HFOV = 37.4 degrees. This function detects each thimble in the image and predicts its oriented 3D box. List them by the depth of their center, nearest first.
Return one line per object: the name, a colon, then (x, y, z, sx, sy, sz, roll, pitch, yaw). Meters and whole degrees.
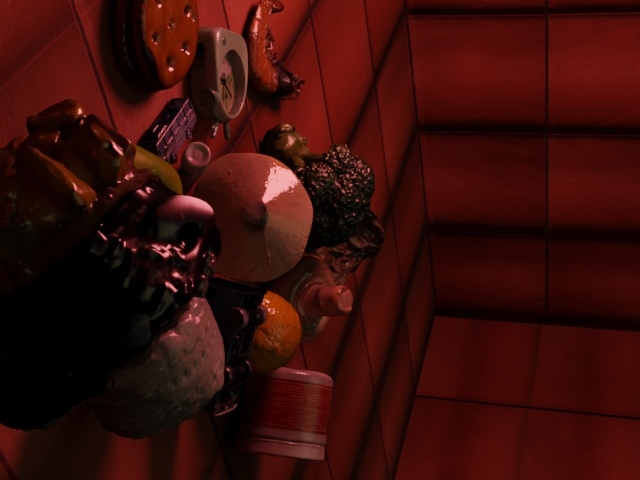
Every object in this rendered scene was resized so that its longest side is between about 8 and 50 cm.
thimble: (-0.258, 0.171, 1.459, 0.250, 0.205, 0.172, -44, 130, -43)

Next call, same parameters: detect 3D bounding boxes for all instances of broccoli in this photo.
broccoli: (-0.014, -0.119, 2.116, 0.297, 0.297, 0.297, 61, 5, 23)

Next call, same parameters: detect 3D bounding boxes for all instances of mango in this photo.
mango: (-0.293, -0.082, 1.460, 0.233, 0.111, 0.125, 26, 64, -70)

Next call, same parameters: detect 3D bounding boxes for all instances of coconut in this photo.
coconut: (-0.128, -0.035, 1.737, 0.244, 0.239, 0.239, 121, -25, -81)

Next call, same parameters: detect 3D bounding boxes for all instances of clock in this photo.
clock: (-0.196, -0.298, 1.810, 0.159, 0.066, 0.211, -4, 97, -73)

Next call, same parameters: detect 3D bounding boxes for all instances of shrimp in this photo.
shrimp: (-0.100, -0.426, 2.116, 0.290, 0.054, 0.222, 21, 73, -68)

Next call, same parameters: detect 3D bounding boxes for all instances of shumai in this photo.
shumai: (-0.003, 0.002, 2.420, 0.283, 0.217, 0.346, -53, 143, -2)

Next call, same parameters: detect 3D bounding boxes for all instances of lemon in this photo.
lemon: (-0.127, 0.185, 1.931, 0.193, 0.180, 0.180, 111, -13, -74)

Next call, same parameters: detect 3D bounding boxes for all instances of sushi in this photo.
sushi: (-0.313, 0.025, 1.105, 0.285, 0.328, 0.329, 47, 40, -13)

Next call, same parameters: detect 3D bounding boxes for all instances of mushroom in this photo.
mushroom: (-0.023, 0.140, 2.216, 0.206, 0.209, 0.206, 3, 90, -82)

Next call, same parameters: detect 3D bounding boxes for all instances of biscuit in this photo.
biscuit: (-0.268, -0.354, 1.565, 0.220, 0.066, 0.220, 4, 90, -72)

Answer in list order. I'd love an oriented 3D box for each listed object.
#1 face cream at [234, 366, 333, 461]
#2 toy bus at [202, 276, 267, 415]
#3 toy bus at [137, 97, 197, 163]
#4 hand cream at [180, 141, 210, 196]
face cream: (-0.080, 0.378, 2.073, 0.201, 0.201, 0.187, 41, 53, -69)
toy bus: (-0.192, 0.191, 1.741, 0.116, 0.133, 0.234, 0, 105, -72)
toy bus: (-0.265, -0.183, 1.639, 0.166, 0.047, 0.065, -69, 153, -48)
hand cream: (-0.230, -0.127, 1.683, 0.174, 0.047, 0.076, 143, -42, -72)
